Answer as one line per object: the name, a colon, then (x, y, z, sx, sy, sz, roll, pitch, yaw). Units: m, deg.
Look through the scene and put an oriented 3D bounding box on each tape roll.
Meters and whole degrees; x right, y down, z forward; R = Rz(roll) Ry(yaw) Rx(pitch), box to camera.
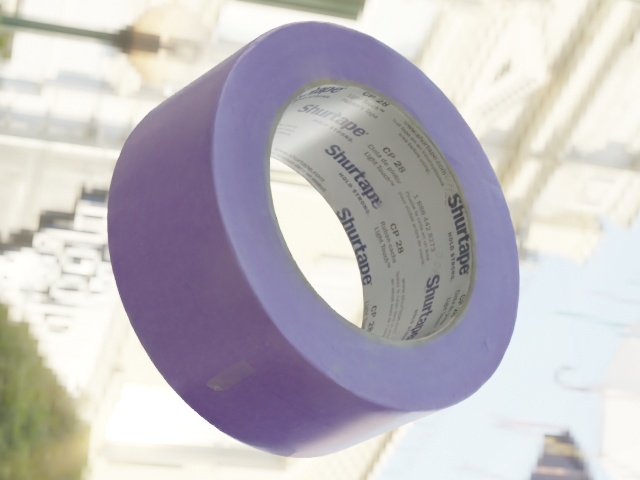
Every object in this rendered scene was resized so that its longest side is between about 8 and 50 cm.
tape roll: (0.000, 0.000, 0.817, 0.080, 0.189, 0.189, -28, -125, 43)
